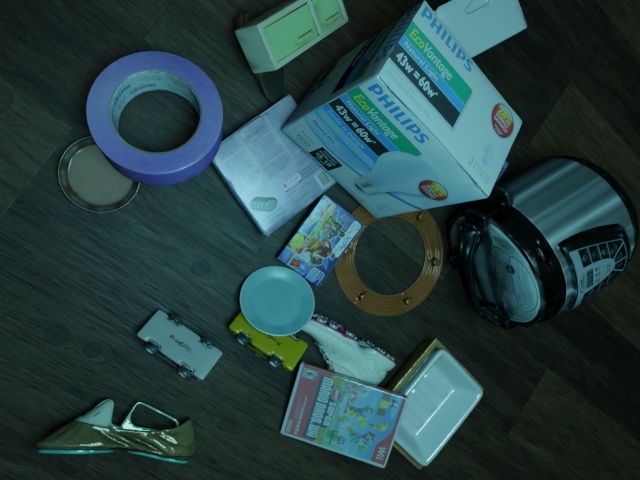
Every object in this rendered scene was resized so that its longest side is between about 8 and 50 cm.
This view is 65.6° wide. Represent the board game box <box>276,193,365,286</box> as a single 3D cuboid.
[{"bbox_3d":[0.000,0.000,1.265,0.136,0.035,0.201,37,93,-16],"label":"board game box"}]

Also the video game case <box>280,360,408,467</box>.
[{"bbox_3d":[0.058,0.447,1.272,0.284,0.025,0.204,17,100,4],"label":"video game case"}]

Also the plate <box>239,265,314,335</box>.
[{"bbox_3d":[-0.107,0.151,1.229,0.188,0.024,0.188,7,58,-12],"label":"plate"}]

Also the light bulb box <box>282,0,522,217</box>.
[{"bbox_3d":[0.175,-0.258,1.119,0.358,0.361,0.225,40,66,-23],"label":"light bulb box"}]

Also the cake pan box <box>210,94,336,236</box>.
[{"bbox_3d":[-0.107,-0.185,1.218,0.266,0.070,0.246,-39,108,-12],"label":"cake pan box"}]

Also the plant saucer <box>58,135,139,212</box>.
[{"bbox_3d":[-0.490,-0.147,1.108,0.168,0.029,0.169,-1,94,-20],"label":"plant saucer"}]

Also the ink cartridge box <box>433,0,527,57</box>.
[{"bbox_3d":[0.297,-0.484,1.205,0.223,0.307,0.129,-31,103,-14],"label":"ink cartridge box"}]

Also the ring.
[{"bbox_3d":[0.197,0.043,1.361,0.336,0.032,0.337,-2,96,-19],"label":"ring"}]

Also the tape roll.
[{"bbox_3d":[-0.351,-0.262,1.077,0.274,0.090,0.275,2,80,-12],"label":"tape roll"}]

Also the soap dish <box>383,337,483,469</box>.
[{"bbox_3d":[0.285,0.446,1.379,0.291,0.118,0.229,-47,107,-10],"label":"soap dish"}]

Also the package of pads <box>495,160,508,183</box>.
[{"bbox_3d":[0.508,-0.205,1.447,0.050,0.032,0.083,35,83,-16],"label":"package of pads"}]

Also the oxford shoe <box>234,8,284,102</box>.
[{"bbox_3d":[-0.146,-0.434,1.188,0.076,0.076,0.212,-38,122,-38],"label":"oxford shoe"}]

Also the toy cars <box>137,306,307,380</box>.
[{"bbox_3d":[-0.232,0.252,1.196,0.393,0.087,0.177,-1,59,-18],"label":"toy cars"}]

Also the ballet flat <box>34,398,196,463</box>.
[{"bbox_3d":[-0.451,0.432,1.137,0.342,0.116,0.124,14,70,-20],"label":"ballet flat"}]

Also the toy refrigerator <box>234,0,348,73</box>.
[{"bbox_3d":[-0.057,-0.495,1.143,0.269,0.094,0.102,-45,126,-30],"label":"toy refrigerator"}]

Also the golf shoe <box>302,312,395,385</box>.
[{"bbox_3d":[0.053,0.298,1.292,0.306,0.115,0.140,33,87,-17],"label":"golf shoe"}]

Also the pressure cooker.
[{"bbox_3d":[0.545,0.020,1.309,0.420,0.375,0.370,-28,74,-15],"label":"pressure cooker"}]
